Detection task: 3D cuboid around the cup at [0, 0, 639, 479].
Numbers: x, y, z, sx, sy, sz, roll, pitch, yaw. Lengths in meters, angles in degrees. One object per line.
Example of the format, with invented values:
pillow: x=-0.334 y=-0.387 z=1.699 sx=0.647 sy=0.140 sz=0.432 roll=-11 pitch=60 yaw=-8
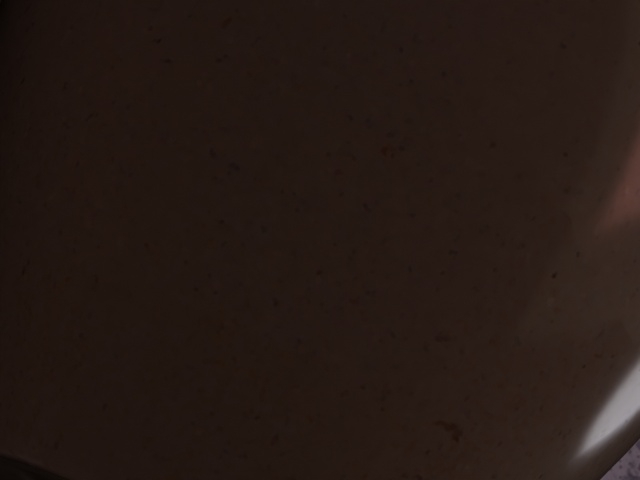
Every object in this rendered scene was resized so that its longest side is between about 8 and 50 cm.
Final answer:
cup: x=-0.011 y=0.023 z=0.704 sx=0.237 sy=0.331 sz=0.331 roll=-62 pitch=161 yaw=-22
